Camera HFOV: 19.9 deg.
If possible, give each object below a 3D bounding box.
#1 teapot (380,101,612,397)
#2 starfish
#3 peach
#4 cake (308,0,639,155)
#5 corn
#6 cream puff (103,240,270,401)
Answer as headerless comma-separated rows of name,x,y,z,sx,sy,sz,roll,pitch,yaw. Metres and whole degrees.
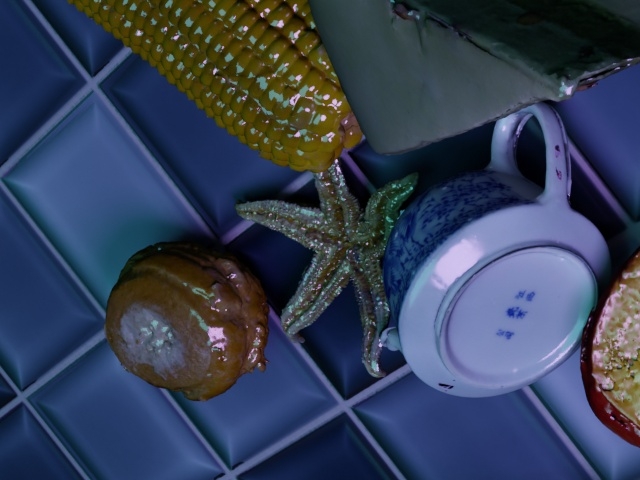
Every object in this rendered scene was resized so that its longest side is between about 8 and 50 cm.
teapot,0.110,0.011,1.269,0.159,0.159,0.232,33,115,15
starfish,0.000,0.000,1.389,0.176,0.053,0.208,27,124,28
peach,0.229,0.056,1.209,0.092,0.127,0.172,22,122,27
cake,0.128,-0.105,1.096,0.283,0.158,0.172,41,153,49
corn,-0.101,-0.184,1.295,0.344,0.131,0.131,37,132,12
cream puff,-0.103,0.059,1.463,0.144,0.103,0.126,5,114,33
